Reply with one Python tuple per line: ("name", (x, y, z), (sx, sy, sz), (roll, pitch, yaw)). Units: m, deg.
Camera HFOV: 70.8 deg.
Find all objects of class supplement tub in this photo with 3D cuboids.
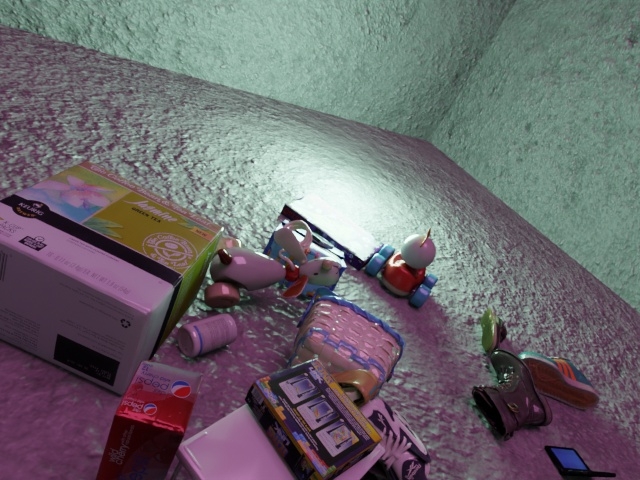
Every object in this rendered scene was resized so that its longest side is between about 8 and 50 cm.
("supplement tub", (-0.238, 0.198, 0.945), (0.107, 0.071, 0.071), (-9, 46, -48))

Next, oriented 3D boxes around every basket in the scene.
("basket", (0.057, 0.231, 1.015), (0.255, 0.201, 0.289), (31, 29, 9))

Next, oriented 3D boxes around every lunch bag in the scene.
("lunch bag", (-0.042, 0.040, 1.346), (0.221, 0.138, 0.293), (28, 16, -3))

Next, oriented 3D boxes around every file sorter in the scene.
("file sorter", (-0.075, 0.371, 0.703), (0.193, 0.173, 0.278), (41, 31, 24))

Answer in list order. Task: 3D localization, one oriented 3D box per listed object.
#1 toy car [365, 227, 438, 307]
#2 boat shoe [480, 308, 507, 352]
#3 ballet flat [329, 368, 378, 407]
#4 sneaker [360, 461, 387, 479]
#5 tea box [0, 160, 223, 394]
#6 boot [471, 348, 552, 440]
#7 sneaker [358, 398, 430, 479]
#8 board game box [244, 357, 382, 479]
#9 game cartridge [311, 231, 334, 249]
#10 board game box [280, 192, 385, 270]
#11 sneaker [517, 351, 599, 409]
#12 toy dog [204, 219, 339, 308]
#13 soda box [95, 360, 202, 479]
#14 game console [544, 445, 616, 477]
("toy car", (0.313, 0.052, 1.489), (0.219, 0.238, 0.210), (36, 29, 12))
("boat shoe", (0.580, 0.302, 1.488), (0.073, 0.080, 0.223), (26, 24, 6))
("ballet flat", (-0.006, 0.293, 0.854), (0.080, 0.232, 0.073), (67, 22, -6))
("sneaker", (0.047, 0.412, 0.864), (0.170, 0.051, 0.089), (26, 26, -29))
("tea box", (-0.419, 0.051, 0.866), (0.329, 0.220, 0.323), (26, 28, -4))
("boot", (0.499, 0.408, 1.235), (0.229, 0.091, 0.263), (10, 36, -32))
("sneaker", (0.142, 0.399, 0.859), (0.153, 0.094, 0.235), (44, -3, 39))
("board game box", (-0.011, 0.273, 0.690), (0.141, 0.048, 0.170), (-3, 40, -48))
("game cartridge", (0.000, 0.000, 1.301), (0.056, 0.017, 0.083), (18, 14, -45))
("board game box", (0.049, -0.040, 1.607), (0.347, 0.056, 0.208), (36, 25, 14))
("sneaker", (0.726, 0.417, 1.414), (0.302, 0.108, 0.121), (31, 27, -13))
("toy dog", (-0.122, 0.052, 1.059), (0.334, 0.161, 0.220), (-21, 70, -18))
("soda box", (-0.241, 0.284, 0.602), (0.083, 0.263, 0.092), (21, 29, -11))
("game console", (0.664, 0.565, 1.153), (0.122, 0.107, 0.071), (15, 60, -23))
